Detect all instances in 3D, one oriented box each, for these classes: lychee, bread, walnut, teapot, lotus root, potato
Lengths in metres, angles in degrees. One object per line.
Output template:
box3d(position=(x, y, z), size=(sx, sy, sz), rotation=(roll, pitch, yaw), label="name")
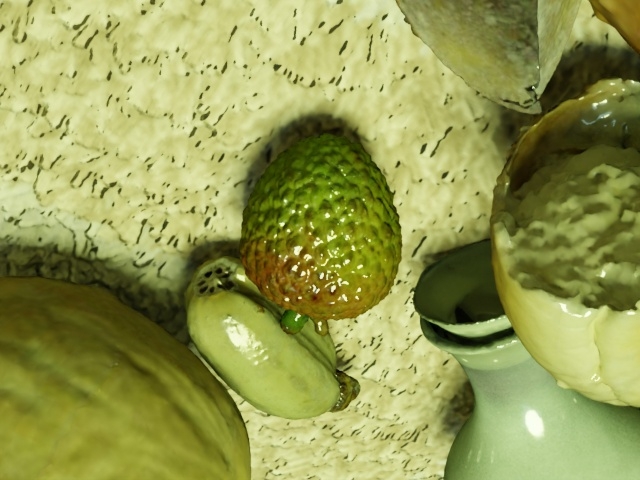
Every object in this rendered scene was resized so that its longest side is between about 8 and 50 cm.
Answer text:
box3d(position=(0.000, 0.000, 0.618), size=(0.114, 0.114, 0.147), rotation=(5, 109, -4), label="lychee")
box3d(position=(0.250, -0.011, 0.559), size=(0.314, 0.171, 0.192), rotation=(-28, 137, -4), label="bread")
box3d(position=(-0.180, 0.152, 0.651), size=(0.282, 0.283, 0.227), rotation=(13, 108, -10), label="walnut")
box3d(position=(0.160, 0.128, 0.694), size=(0.183, 0.183, 0.251), rotation=(-17, 116, 13), label="teapot")
box3d(position=(-0.037, 0.086, 0.700), size=(0.077, 0.090, 0.183), rotation=(-23, 133, 24), label="lotus root")
box3d(position=(0.089, -0.205, 0.481), size=(0.120, 0.100, 0.261), rotation=(28, 154, 28), label="potato")

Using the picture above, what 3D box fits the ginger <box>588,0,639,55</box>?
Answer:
box3d(position=(0.246, -0.162, 0.415), size=(0.200, 0.269, 0.223), rotation=(50, 142, 3), label="ginger")
